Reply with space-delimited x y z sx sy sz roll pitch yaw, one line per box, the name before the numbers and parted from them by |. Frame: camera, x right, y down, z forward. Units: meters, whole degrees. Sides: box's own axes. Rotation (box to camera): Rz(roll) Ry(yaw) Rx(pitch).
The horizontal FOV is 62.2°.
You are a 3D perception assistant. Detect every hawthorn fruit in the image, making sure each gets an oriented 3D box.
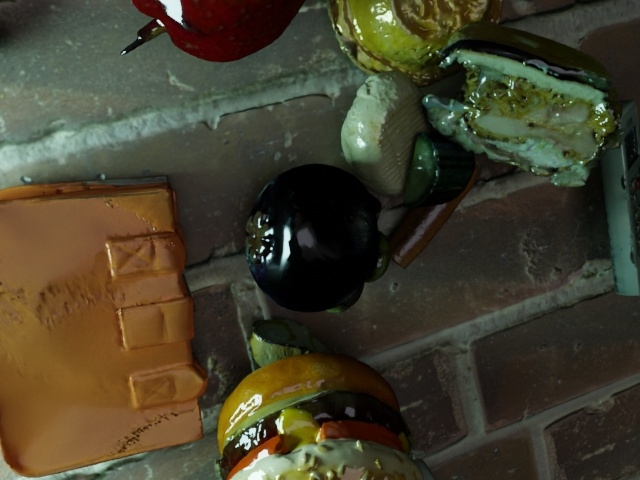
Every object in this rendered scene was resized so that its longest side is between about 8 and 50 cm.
hawthorn fruit | -0.153 -0.345 0.665 0.300 0.254 0.254 -37 109 9

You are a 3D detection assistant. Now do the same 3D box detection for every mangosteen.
mangosteen | 0.000 0.000 0.795 0.243 0.243 0.242 -3 103 -14

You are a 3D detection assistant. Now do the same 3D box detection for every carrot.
carrot | 0.191 -0.054 0.901 0.067 0.067 0.225 35 94 -18

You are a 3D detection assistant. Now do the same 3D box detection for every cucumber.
cucumber | 0.184 -0.104 0.810 0.115 0.062 0.116 -8 113 -46

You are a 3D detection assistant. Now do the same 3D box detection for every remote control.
remote control | 0.556 -0.074 0.964 0.145 0.050 0.343 -33 112 -44

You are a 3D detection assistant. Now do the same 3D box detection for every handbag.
handbag | -0.334 0.120 0.784 0.304 0.116 0.409 -7 104 -16

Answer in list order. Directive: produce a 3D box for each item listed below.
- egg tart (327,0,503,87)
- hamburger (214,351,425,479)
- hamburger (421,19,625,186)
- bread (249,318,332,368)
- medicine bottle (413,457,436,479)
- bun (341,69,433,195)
egg tart | 0.153 -0.371 0.800 0.289 0.118 0.288 -3 105 -10
hamburger | -0.002 0.360 0.813 0.330 0.250 0.329 -5 123 -8
hamburger | 0.300 -0.205 0.775 0.288 0.192 0.167 22 124 8
bread | -0.048 0.192 0.885 0.157 0.083 0.094 11 106 -18
medicine bottle | 0.092 0.558 0.944 0.332 0.190 0.189 -32 108 -5
bun | 0.100 -0.164 0.822 0.164 0.111 0.188 -45 133 -19
